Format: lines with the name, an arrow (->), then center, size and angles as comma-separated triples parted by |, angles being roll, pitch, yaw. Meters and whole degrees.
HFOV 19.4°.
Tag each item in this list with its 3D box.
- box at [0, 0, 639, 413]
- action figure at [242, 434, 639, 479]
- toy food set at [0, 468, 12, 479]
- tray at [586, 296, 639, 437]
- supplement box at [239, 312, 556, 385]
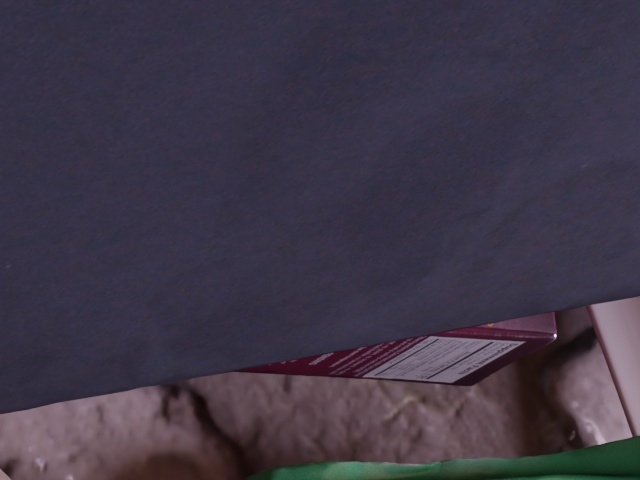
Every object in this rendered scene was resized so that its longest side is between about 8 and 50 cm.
box -> -0.051, -0.221, 0.686 | 0.480, 0.297, 0.472 | -8, 58, -28
action figure -> 0.044, 0.140, 0.785 | 0.232, 0.063, 0.137 | 5, 71, -12
toy food set -> -0.149, 0.201, 0.608 | 0.220, 0.092, 0.306 | 47, 32, -4
tray -> 0.189, -0.005, 0.887 | 0.145, 0.030, 0.270 | -19, 67, 7
supplement box -> 0.000, 0.000, 0.812 | 0.188, 0.081, 0.104 | 5, 69, -24
